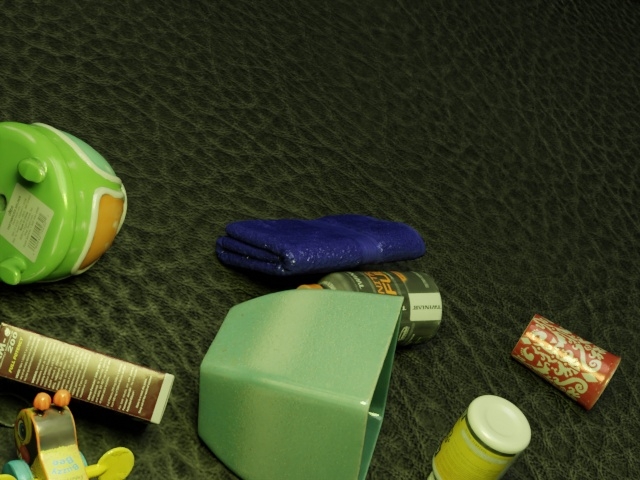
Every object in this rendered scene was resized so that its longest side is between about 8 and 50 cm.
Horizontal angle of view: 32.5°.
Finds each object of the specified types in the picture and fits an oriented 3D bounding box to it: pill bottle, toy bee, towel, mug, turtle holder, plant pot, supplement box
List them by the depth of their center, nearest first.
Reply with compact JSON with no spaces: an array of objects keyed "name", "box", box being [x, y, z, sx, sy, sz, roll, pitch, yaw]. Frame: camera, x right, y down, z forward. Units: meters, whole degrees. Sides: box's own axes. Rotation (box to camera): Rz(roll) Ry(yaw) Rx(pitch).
[{"name":"toy bee","box":[-0.348,0.273,1.373,0.298,0.162,0.195,40,40,16]},{"name":"supplement box","box":[-0.331,0.185,1.503,0.239,0.130,0.073,19,76,-13]},{"name":"plant pot","box":[-0.038,0.217,1.580,0.252,0.248,0.247,12,36,9]},{"name":"pill bottle","box":[0.231,0.326,1.653,0.103,0.184,0.103,17,38,-14]},{"name":"turtle holder","box":[-0.447,-0.060,1.683,0.320,0.243,0.227,2,4,33]},{"name":"pill bottle","box":[0.072,0.116,1.847,0.246,0.130,0.130,0,45,-33]},{"name":"towel","box":[0.000,0.000,1.897,0.308,0.076,0.228,-7,10,-39]},{"name":"mug","box":[0.438,0.222,2.001,0.169,0.150,0.113,31,73,11]}]
